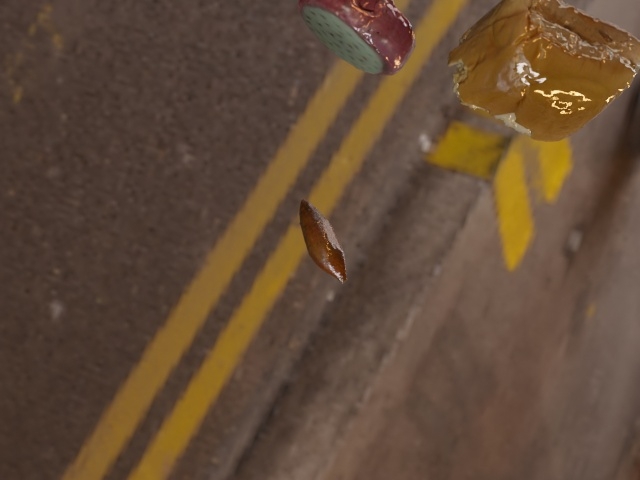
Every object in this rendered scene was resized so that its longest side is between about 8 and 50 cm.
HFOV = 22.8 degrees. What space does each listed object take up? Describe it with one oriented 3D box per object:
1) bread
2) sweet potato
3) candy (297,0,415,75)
[{"bbox_3d":[0.168,-0.128,1.196,0.106,0.125,0.082,-33,-143,58],"label":"bread"},{"bbox_3d":[0.000,0.000,1.548,0.034,0.095,0.034,-26,162,-9],"label":"sweet potato"},{"bbox_3d":[0.030,-0.176,1.283,0.043,0.103,0.103,-52,152,-11],"label":"candy"}]
